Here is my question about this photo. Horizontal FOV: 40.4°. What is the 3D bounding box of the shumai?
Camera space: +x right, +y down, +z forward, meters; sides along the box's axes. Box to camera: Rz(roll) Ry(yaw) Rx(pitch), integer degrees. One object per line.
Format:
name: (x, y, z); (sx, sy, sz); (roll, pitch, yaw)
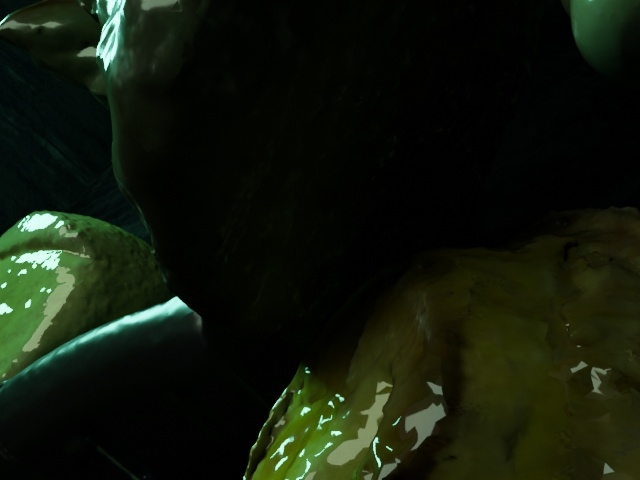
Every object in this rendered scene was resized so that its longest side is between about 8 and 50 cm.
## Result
shumai: (-0.051, -0.141, 0.559); (0.323, 0.397, 0.324); (33, 87, 26)

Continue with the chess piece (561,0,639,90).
chess piece: (0.267, -0.250, 0.748); (0.182, 0.182, 0.330); (-32, 29, 32)

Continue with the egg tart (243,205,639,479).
egg tart: (0.054, 0.110, 0.427); (0.341, 0.129, 0.341); (-55, 13, 19)

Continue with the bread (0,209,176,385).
bread: (-0.305, 0.122, 1.049); (0.320, 0.237, 0.320); (-37, 36, 33)

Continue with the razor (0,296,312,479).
razor: (-0.147, 0.152, 0.736); (0.327, 0.189, 0.107); (-29, 26, 31)
